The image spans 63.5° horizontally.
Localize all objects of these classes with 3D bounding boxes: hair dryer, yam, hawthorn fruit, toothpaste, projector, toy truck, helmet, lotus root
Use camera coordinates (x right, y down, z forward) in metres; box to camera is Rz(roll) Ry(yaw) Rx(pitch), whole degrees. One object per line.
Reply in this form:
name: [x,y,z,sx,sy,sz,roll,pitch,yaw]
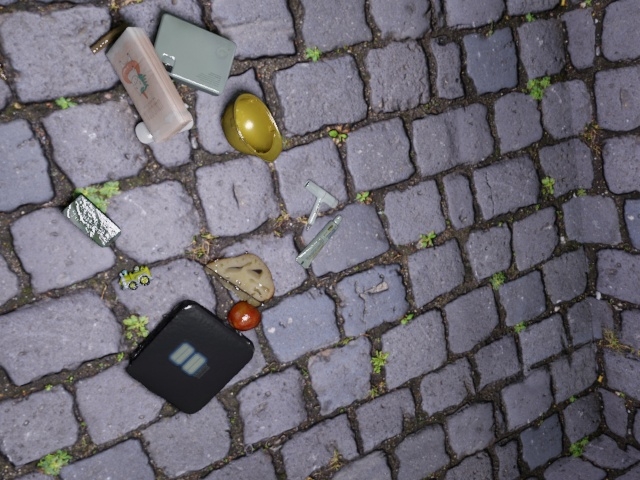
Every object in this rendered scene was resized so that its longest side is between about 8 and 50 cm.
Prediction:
hair dryer: [-0.034,-0.124,2.041,0.155,0.044,0.183,35,86,-22]
yam: [-0.682,-0.655,1.675,0.145,0.032,0.032,-43,112,-11]
hawthorn fruit: [-0.286,0.286,1.944,0.128,0.128,0.128,-4,99,-23]
toothpaste: [0.000,0.000,2.074,0.067,0.037,0.255,43,83,-29]
projector: [-0.437,-0.619,1.753,0.257,0.099,0.191,15,90,-26]
toy truck: [-0.643,0.130,1.793,0.111,0.076,0.076,-21,89,-18]
helmet: [-0.266,-0.388,1.843,0.257,0.140,0.205,56,43,-33]
lotus root: [-0.281,0.131,1.920,0.261,0.074,0.170,41,62,0]

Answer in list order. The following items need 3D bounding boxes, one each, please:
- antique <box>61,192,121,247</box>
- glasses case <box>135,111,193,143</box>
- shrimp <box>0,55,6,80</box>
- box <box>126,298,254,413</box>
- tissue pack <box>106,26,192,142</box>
antique: [-0.748,-0.061,1.705,0.088,0.086,0.183,-47,113,-10]
glasses case: [-0.533,-0.391,1.770,0.197,0.049,0.076,-25,105,-18]
shrimp: [-1.038,-0.571,1.515,0.145,0.061,0.267,-45,116,-2]
box: [-0.465,0.424,1.874,0.359,0.091,0.350,-46,115,3]
tissue pack: [-0.547,-0.490,1.652,0.071,0.170,0.325,-35,100,-50]
